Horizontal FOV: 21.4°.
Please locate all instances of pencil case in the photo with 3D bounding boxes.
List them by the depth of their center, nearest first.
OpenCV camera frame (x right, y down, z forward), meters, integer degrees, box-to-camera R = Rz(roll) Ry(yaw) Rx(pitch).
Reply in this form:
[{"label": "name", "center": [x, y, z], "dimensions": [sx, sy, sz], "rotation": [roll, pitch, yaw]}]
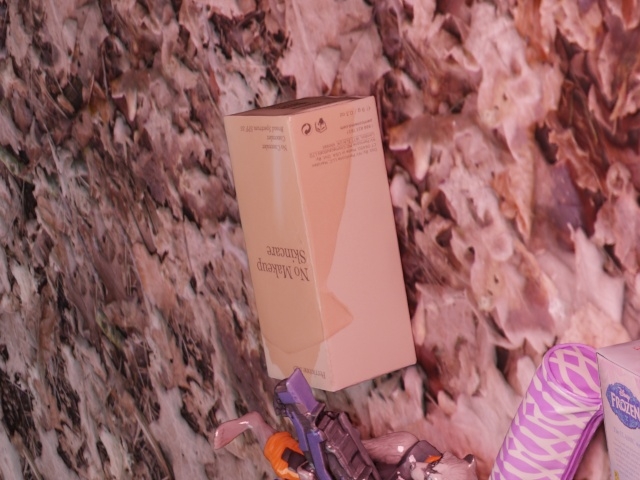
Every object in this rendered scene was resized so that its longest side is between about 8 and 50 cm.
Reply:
[{"label": "pencil case", "center": [0.229, 0.196, 1.670], "dimensions": [0.088, 0.086, 0.206], "rotation": [56, 144, 39]}]

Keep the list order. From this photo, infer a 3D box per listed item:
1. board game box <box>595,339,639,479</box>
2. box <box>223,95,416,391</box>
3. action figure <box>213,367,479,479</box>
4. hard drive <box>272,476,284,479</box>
[{"label": "board game box", "center": [0.347, 0.270, 1.453], "dimensions": [0.318, 0.066, 0.318], "rotation": [-148, 48, -72]}, {"label": "box", "center": [0.000, 0.000, 1.901], "dimensions": [0.148, 0.121, 0.311], "rotation": [4, 107, 56]}, {"label": "action figure", "center": [0.038, 0.244, 1.900], "dimensions": [0.330, 0.178, 0.341], "rotation": [3, 127, 44]}, {"label": "hard drive", "center": [0.051, 0.430, 2.089], "dimensions": [0.318, 0.040, 0.210], "rotation": [15, 116, 54]}]
